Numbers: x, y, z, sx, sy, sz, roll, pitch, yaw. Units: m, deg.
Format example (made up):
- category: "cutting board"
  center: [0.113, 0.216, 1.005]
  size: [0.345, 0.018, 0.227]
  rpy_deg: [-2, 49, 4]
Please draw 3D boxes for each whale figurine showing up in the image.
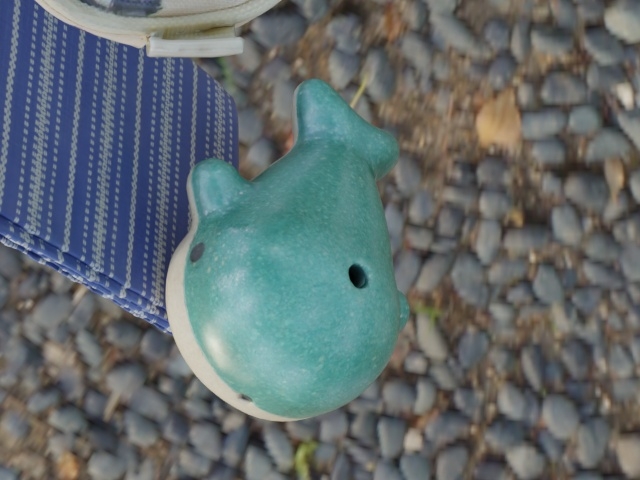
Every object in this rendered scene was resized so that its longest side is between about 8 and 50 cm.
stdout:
- category: "whale figurine"
  center: [0.000, 0.000, 1.406]
  size: [0.216, 0.272, 0.141]
  rpy_deg: [38, 146, -25]

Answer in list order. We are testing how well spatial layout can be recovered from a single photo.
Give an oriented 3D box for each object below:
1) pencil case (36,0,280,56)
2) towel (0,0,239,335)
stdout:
- category: "pencil case"
  center: [-0.138, -0.199, 0.966]
  size: [0.160, 0.410, 0.183]
  rpy_deg: [-18, 111, -21]
- category: "towel"
  center: [-0.166, -0.071, 1.405]
  size: [0.040, 0.243, 0.336]
  rpy_deg: [-14, 151, 28]
